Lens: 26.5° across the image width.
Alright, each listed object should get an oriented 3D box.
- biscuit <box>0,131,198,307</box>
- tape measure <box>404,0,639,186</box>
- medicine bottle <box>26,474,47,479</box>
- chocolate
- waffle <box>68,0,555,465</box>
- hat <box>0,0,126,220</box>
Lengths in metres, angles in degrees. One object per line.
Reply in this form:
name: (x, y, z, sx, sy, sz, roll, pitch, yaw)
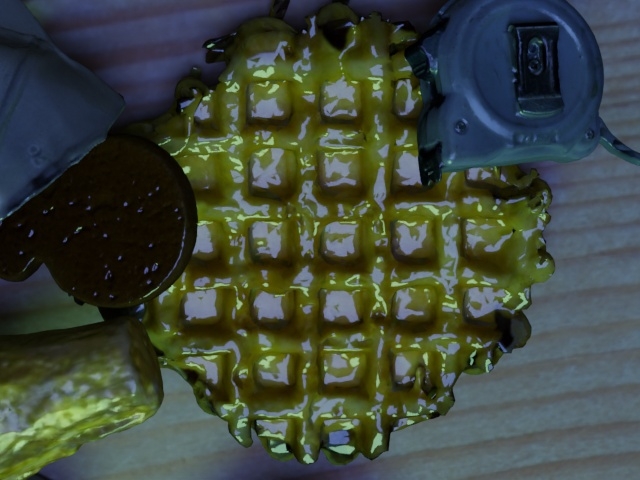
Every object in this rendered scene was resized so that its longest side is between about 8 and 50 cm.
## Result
biscuit: (-0.202, -0.038, 1.090, 0.236, 0.039, 0.180, 32, 99, 18)
tape measure: (0.228, -0.133, 1.093, 0.330, 0.084, 0.164, -9, 94, -19)
medicine bottle: (-0.284, 0.322, 1.140, 0.179, 0.324, 0.124, 26, 109, -15)
chocolate: (-0.341, 0.170, 1.127, 0.445, 0.162, 0.162, -16, 114, 11)
waffle: (0.000, 0.000, 1.158, 0.380, 0.095, 0.382, -41, 108, 11)
hat: (-0.318, -0.116, 1.004, 0.258, 0.168, 0.301, -34, 82, 6)
